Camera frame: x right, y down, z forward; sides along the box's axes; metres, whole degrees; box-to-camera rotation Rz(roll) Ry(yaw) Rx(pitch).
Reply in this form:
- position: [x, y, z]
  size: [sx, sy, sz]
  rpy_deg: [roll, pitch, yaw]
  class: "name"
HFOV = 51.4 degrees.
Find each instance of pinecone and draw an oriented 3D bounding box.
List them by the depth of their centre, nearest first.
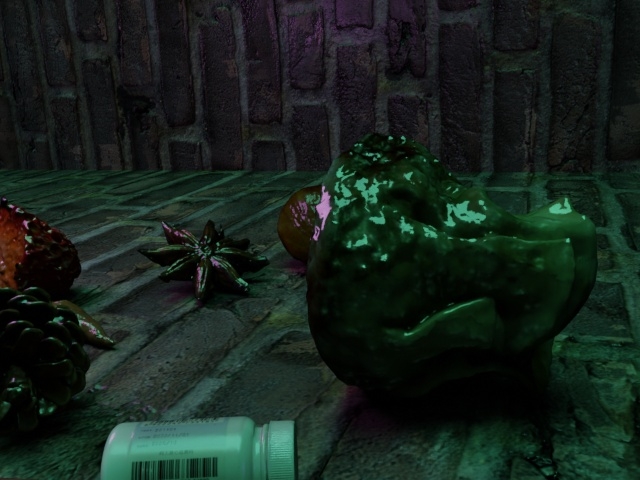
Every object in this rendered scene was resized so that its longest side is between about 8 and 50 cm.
- position: [-0.395, 0.161, 0.871]
  size: [0.186, 0.168, 0.212]
  rpy_deg: [-42, 42, -17]
  class: "pinecone"

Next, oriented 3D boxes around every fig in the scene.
- position: [0.002, 0.020, 1.450]
  size: [0.191, 0.190, 0.290]
  rpy_deg: [-5, 56, -7]
  class: "fig"

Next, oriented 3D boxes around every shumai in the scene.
- position: [0.181, 0.033, 0.886]
  size: [0.348, 0.394, 0.395]
  rpy_deg: [2, 16, 24]
  class: "shumai"

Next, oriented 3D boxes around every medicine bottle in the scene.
- position: [-0.117, 0.233, 0.675]
  size: [0.187, 0.102, 0.103]
  rpy_deg: [-4, 15, 0]
  class: "medicine bottle"

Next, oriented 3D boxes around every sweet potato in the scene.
- position: [-0.435, 0.140, 1.159]
  size: [0.226, 0.068, 0.068]
  rpy_deg: [8, 19, 33]
  class: "sweet potato"

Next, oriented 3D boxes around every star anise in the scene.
- position: [-0.247, 0.054, 1.394]
  size: [0.272, 0.102, 0.272]
  rpy_deg: [11, 35, -8]
  class: "star anise"

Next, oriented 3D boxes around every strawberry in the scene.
- position: [-0.587, 0.040, 1.349]
  size: [0.234, 0.233, 0.178]
  rpy_deg: [10, -3, 39]
  class: "strawberry"

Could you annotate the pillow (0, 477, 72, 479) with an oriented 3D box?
- position: [-0.349, 0.273, 0.623]
  size: [0.179, 0.075, 0.171]
  rpy_deg: [-1, 16, 12]
  class: "pillow"
